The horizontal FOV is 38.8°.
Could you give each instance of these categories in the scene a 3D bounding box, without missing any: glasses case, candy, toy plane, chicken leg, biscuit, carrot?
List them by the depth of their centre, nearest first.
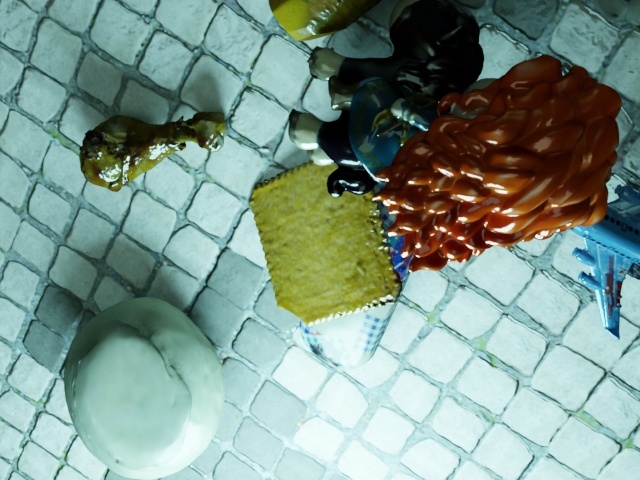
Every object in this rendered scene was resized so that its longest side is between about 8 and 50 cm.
[{"bbox_3d":[0.072,-0.365,1.146,0.302,0.114,0.114,-32,97,24],"label":"carrot"},{"bbox_3d":[0.401,-0.004,1.167,0.271,0.105,0.254,32,116,7],"label":"toy plane"},{"bbox_3d":[0.000,0.000,1.297,0.237,0.013,0.232,-21,82,41],"label":"biscuit"},{"bbox_3d":[0.065,0.042,1.318,0.125,0.076,0.327,27,116,13],"label":"glasses case"},{"bbox_3d":[-0.253,-0.146,1.367,0.252,0.087,0.107,-11,123,16],"label":"chicken leg"},{"bbox_3d":[-0.280,0.237,1.457,0.296,0.185,0.295,1,92,21],"label":"candy"}]

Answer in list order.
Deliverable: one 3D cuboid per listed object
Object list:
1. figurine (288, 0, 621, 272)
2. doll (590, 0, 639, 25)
[{"bbox_3d":[0.153,-0.138,1.111,0.306,0.241,0.412,-38,55,-9],"label":"figurine"},{"bbox_3d":[0.317,-0.324,1.073,0.293,0.119,0.138,18,71,12],"label":"doll"}]
